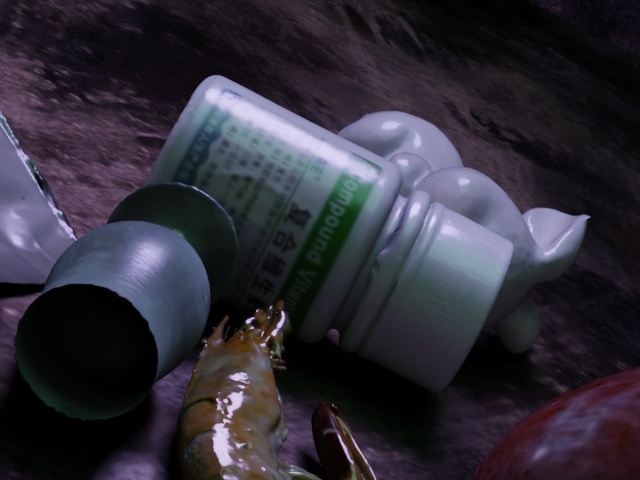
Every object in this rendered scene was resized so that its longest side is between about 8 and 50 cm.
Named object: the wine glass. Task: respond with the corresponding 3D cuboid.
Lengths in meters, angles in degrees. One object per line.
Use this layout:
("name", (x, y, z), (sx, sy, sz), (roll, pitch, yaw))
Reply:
("wine glass", (-0.107, 0.032, 0.951), (0.093, 0.093, 0.202), (27, 16, -1))

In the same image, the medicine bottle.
("medicine bottle", (0.000, 0.000, 1.115), (0.237, 0.139, 0.139), (29, 19, 0))

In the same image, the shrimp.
("shrimp", (-0.017, 0.108, 0.933), (0.133, 0.053, 0.236), (20, 23, -13))

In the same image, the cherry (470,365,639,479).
("cherry", (0.210, 0.157, 0.851), (0.285, 0.236, 0.213), (7, 60, -1))

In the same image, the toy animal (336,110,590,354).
("toy animal", (0.094, -0.007, 1.275), (0.193, 0.127, 0.178), (37, 19, 34))

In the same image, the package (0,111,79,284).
("package", (-0.262, -0.054, 1.039), (0.251, 0.062, 0.204), (48, 25, 19))
